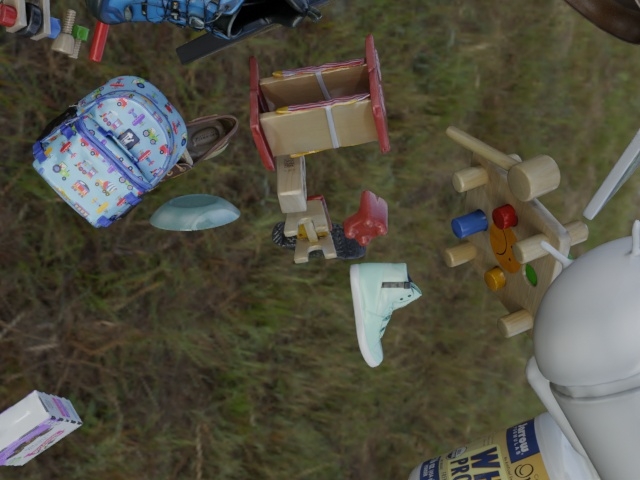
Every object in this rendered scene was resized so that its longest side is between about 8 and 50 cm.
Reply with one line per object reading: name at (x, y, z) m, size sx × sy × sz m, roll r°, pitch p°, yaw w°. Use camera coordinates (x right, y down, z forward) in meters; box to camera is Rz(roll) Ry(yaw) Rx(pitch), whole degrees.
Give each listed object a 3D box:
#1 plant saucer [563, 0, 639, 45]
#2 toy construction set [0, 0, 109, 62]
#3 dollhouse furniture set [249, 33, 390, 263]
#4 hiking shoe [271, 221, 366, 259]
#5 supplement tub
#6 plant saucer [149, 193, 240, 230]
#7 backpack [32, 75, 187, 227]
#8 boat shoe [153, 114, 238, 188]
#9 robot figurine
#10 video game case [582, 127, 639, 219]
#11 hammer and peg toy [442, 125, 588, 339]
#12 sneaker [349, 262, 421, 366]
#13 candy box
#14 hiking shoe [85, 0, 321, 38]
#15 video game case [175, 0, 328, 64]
plant saucer at (0.354, -0.394, 1.278) m, size 0.050 × 0.310 × 0.310 m, roll -46°, pitch 156°, yaw 7°
toy construction set at (-0.512, -0.471, 1.624) m, size 0.309 × 0.257 × 0.237 m, roll 14°, pitch 93°, yaw -27°
dollhouse furniture set at (0.019, -0.136, 1.515) m, size 0.374 × 0.201 × 0.152 m, roll 73°, pitch 11°, yaw -54°
hiking shoe at (0.000, 0.000, 2.229) m, size 0.114 × 0.227 × 0.086 m, roll 60°, pitch 43°, yaw -82°
supplement tub at (0.313, 0.393, 1.385) m, size 0.228 × 0.316 × 0.228 m, roll 53°, pitch 20°, yaw -29°
plant saucer at (-0.268, -0.067, 1.964) m, size 0.195 × 0.195 × 0.037 m, roll -36°, pitch 128°, yaw -58°
backpack at (-0.268, -0.123, 1.215) m, size 0.158 × 0.173 × 0.117 m, roll 51°, pitch 9°, yaw -18°
boat shoe at (-0.323, -0.193, 1.987) m, size 0.342 × 0.123 × 0.123 m, roll -26°, pitch 95°, yaw -32°
robot figurine at (0.333, 0.142, 0.867) m, size 0.200 × 0.300 × 0.353 m, roll -37°, pitch 99°, yaw -41°
video game case at (0.498, -0.138, 1.457) m, size 0.173 × 0.022 × 0.190 m, roll -39°, pitch 160°, yaw -38°
hammer and peg toy at (0.318, -0.036, 1.523) m, size 0.127 × 0.266 × 0.361 m, roll -19°, pitch 137°, yaw -17°
sneaker at (0.154, 0.167, 2.058) m, size 0.094 × 0.151 × 0.255 m, roll -81°, pitch 164°, yaw -65°
candy box at (-0.609, 0.394, 1.920) m, size 0.165 × 0.070 × 0.196 m, roll -35°, pitch 165°, yaw -4°
hiking shoe at (-0.160, -0.331, 1.238) m, size 0.113 × 0.304 × 0.132 m, roll 93°, pitch -19°, yaw -60°
video game case at (-0.081, -0.384, 1.580) m, size 0.248 × 0.275 × 0.035 m, roll -31°, pitch 104°, yaw -36°
